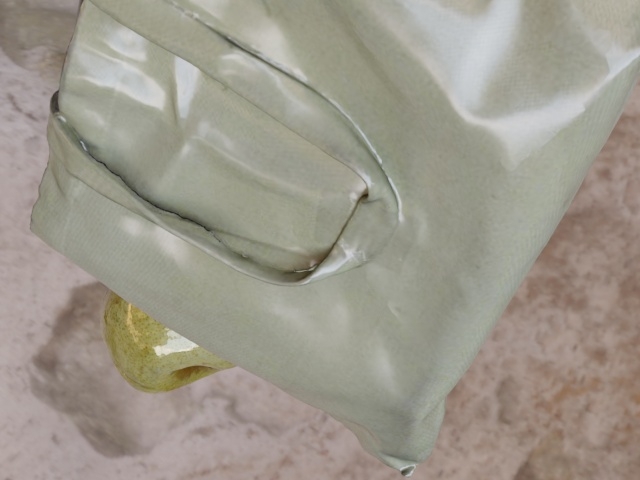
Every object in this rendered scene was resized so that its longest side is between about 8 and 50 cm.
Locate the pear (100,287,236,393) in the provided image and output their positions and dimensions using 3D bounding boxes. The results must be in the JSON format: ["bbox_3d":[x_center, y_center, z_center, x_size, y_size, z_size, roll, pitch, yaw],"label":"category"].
[{"bbox_3d":[-0.137,0.072,1.108,0.167,0.167,0.137,-13,80,-33],"label":"pear"}]

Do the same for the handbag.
[{"bbox_3d":[-0.002,-0.044,0.519,0.109,0.253,0.316,-60,176,-46],"label":"handbag"}]

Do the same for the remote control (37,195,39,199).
[{"bbox_3d":[-0.343,-0.127,1.629,0.028,0.059,0.212,48,53,-27],"label":"remote control"}]
